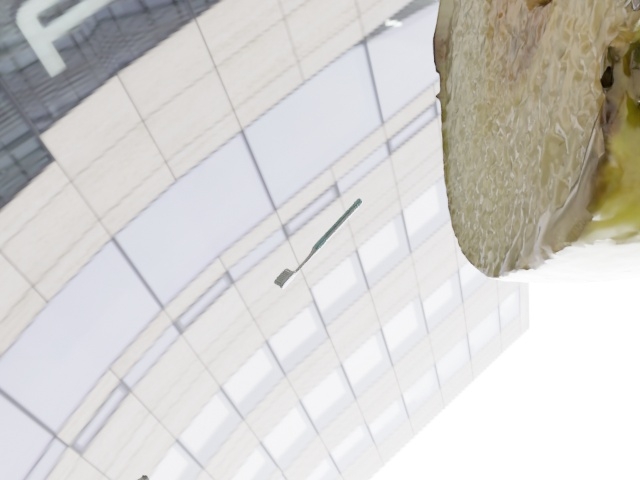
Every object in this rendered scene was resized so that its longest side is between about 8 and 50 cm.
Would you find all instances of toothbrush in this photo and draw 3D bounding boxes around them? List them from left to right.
[{"bbox_3d":[0.000,0.000,0.938,0.014,0.011,0.167,28,-127,22],"label":"toothbrush"}]

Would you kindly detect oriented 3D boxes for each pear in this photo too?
[{"bbox_3d":[0.197,-0.140,0.473,0.191,0.341,0.387,7,-148,-4],"label":"pear"}]

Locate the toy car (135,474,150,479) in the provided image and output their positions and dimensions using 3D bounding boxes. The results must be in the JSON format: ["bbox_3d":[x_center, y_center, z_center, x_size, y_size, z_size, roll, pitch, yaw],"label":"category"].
[{"bbox_3d":[-0.172,0.317,0.763,0.314,0.166,0.198,-4,-169,37],"label":"toy car"}]

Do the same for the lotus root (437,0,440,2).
[{"bbox_3d":[0.147,-0.356,0.911,0.113,0.192,0.088,9,-129,35],"label":"lotus root"}]
